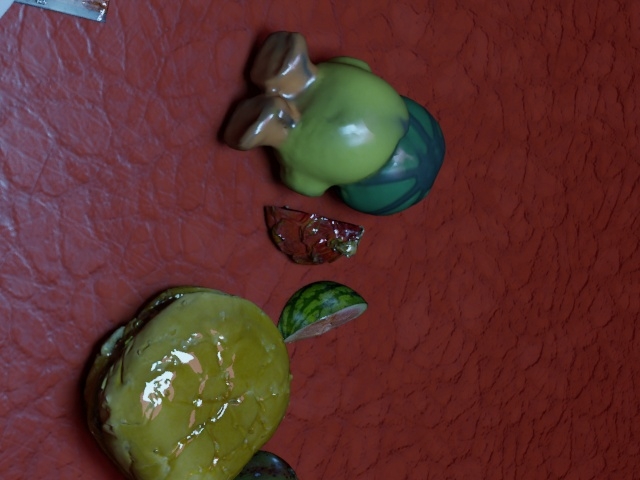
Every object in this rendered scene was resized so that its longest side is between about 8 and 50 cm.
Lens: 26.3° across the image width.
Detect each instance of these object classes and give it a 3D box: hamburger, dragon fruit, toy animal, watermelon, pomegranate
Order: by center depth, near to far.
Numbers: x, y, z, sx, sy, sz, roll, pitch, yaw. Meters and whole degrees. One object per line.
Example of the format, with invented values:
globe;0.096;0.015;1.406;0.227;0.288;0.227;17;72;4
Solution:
hamburger;-0.169;0.214;1.883;0.319;0.158;0.318;-8;103;-38
toy animal;0.047;-0.152;1.978;0.338;0.191;0.216;27;79;-38
pomegranate;-0.091;0.368;1.986;0.130;0.130;0.130;-6;100;-37
dragon fruit;0.000;0.000;2.018;0.162;0.106;0.083;18;86;-41
watermelon;0.002;0.095;2.074;0.163;0.087;0.069;-16;69;-38

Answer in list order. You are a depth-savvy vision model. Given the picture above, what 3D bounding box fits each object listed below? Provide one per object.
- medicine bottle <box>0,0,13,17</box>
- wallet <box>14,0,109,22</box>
medicine bottle;-0.518;-0.379;1.490;0.388;0.219;0.219;47;68;-34
wallet;-0.353;-0.347;1.747;0.196;0.020;0.103;8;91;-39
